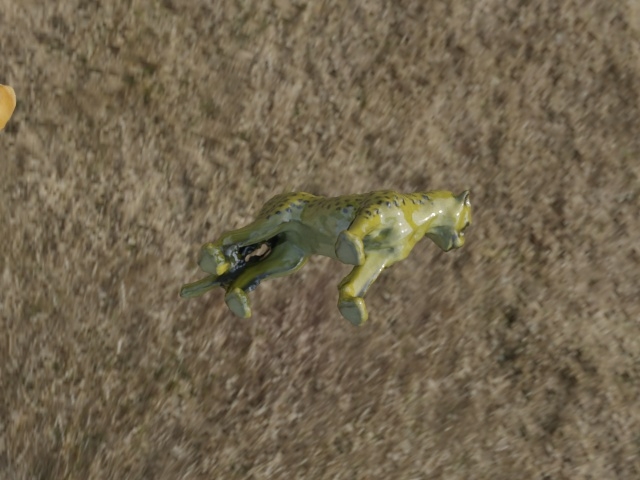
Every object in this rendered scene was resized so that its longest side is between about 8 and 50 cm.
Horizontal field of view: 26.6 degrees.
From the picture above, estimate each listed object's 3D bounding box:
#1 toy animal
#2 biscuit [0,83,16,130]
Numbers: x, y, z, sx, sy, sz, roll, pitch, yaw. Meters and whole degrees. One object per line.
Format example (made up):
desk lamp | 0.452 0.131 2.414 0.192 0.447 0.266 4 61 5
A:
toy animal | 0.000 0.000 0.954 0.136 0.181 0.073 -45 122 -48
biscuit | -0.389 -0.053 0.981 0.309 0.040 0.204 -7 32 15
